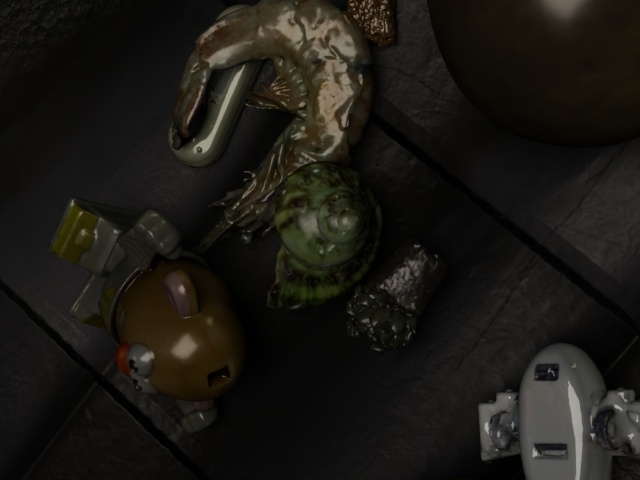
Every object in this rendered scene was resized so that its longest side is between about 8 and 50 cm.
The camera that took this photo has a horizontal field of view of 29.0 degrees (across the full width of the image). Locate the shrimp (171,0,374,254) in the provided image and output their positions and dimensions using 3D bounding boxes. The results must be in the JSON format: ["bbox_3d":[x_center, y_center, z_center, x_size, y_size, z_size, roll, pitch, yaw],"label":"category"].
[{"bbox_3d":[-0.079,-0.140,1.534,0.247,0.085,0.360,32,101,6],"label":"shrimp"}]

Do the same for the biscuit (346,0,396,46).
[{"bbox_3d":[0.067,-0.339,1.532,0.064,0.034,0.199,3,88,20],"label":"biscuit"}]

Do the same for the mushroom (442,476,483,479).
[{"bbox_3d":[0.158,0.393,1.373,0.278,0.163,0.297,39,129,10],"label":"mushroom"}]

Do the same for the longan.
[{"bbox_3d":[0.272,-0.277,1.322,0.361,0.361,0.361,-1,87,19],"label":"longan"}]

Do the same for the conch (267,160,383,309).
[{"bbox_3d":[0.003,0.001,1.465,0.124,0.181,0.187,20,80,15],"label":"conch"}]

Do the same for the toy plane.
[{"bbox_3d":[0.283,0.237,1.390,0.245,0.117,0.244,0,90,40],"label":"toy plane"}]

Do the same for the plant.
[{"bbox_3d":[0.089,0.066,1.475,0.094,0.092,0.143,33,93,-11],"label":"plant"}]

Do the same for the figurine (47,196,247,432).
[{"bbox_3d":[-0.194,0.086,1.494,0.167,0.342,0.285,-46,53,-9],"label":"figurine"}]

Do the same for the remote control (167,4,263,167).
[{"bbox_3d":[-0.132,-0.198,1.589,0.078,0.042,0.221,27,97,17],"label":"remote control"}]
